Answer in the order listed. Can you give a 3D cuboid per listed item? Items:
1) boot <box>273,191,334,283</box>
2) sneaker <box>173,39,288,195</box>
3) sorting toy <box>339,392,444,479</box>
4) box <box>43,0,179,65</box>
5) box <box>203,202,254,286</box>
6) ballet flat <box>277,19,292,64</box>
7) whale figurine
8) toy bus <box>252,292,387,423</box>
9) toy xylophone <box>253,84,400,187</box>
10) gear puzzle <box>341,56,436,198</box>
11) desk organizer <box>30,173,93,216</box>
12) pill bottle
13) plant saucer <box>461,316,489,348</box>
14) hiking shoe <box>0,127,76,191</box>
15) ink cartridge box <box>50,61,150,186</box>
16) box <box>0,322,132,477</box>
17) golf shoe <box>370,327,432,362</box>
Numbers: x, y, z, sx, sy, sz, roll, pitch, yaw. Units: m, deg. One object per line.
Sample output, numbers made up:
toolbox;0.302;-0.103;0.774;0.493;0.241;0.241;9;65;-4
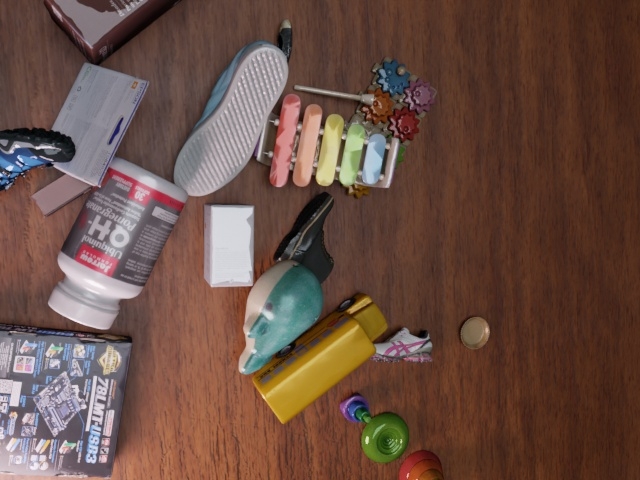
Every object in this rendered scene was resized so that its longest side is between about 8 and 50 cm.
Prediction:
boot;0.000;0.000;1.440;0.137;0.077;0.198;35;97;-22
sneaker;-0.191;-0.260;1.333;0.135;0.150;0.366;32;108;-25
sorting toy;0.194;0.514;1.511;0.127;0.126;0.365;-45;106;-9
box;-0.342;-0.522;1.219;0.381;0.191;0.143;-41;105;-10
box;-0.198;0.007;1.341;0.091;0.130;0.170;0;95;-17
ballet flat;-0.093;-0.403;1.377;0.049;0.057;0.173;11;91;-13
whale figurine;-0.086;0.179;1.356;0.141;0.216;0.272;27;108;16
toy bus;0.009;0.262;1.427;0.332;0.130;0.108;-36;104;-11
toy xylophone;0.015;-0.230;1.395;0.322;0.081;0.236;3;92;-7
gear puzzle;0.142;-0.256;1.469;0.175;0.044;0.339;30;86;-18
desk organizer;-0.519;-0.105;1.275;0.130;0.047;0.050;-35;101;-12
pill bottle;-0.410;0.006;1.249;0.176;0.176;0.318;27;87;-18
plant saucer;0.395;0.237;1.607;0.083;0.015;0.083;-2;95;-18
hiking shoe;-0.605;-0.144;1.193;0.304;0.113;0.132;-1;106;10
ink cartridge box;-0.430;-0.223;1.214;0.045;0.224;0.223;30;85;-55
box;-0.558;0.332;1.286;0.293;0.073;0.295;8;92;-19
golf shoe;0.186;0.256;1.522;0.186;0.067;0.086;5;77;-24
